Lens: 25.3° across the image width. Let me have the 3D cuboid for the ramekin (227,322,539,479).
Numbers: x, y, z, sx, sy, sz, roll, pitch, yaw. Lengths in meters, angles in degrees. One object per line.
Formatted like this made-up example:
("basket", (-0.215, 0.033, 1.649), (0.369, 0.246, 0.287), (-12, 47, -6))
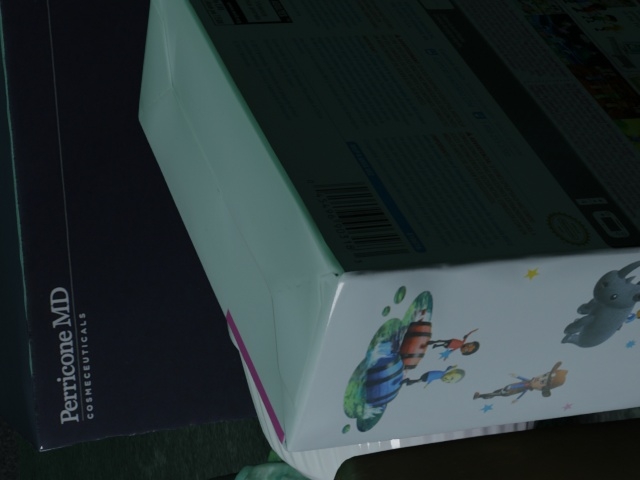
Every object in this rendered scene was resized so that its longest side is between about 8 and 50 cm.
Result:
("ramekin", (0.049, 0.073, 0.907), (0.207, 0.207, 0.109), (-144, 43, -62))

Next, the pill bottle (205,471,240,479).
("pill bottle", (-0.017, 0.338, 1.163), (0.169, 0.169, 0.302), (159, 105, -67))

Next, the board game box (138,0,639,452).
("board game box", (0.098, -0.034, 0.612), (0.224, 0.303, 0.098), (-118, 31, -44))

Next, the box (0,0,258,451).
("box", (-0.085, -0.045, 1.053), (0.179, 0.312, 0.343), (-177, 83, -68))

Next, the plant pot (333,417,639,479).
("plant pot", (0.113, 0.178, 0.633), (0.263, 0.229, 0.263), (-172, 90, -87))

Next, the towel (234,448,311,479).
("towel", (-0.004, 0.317, 0.920), (0.320, 0.090, 0.375), (-3, 63, 55))
